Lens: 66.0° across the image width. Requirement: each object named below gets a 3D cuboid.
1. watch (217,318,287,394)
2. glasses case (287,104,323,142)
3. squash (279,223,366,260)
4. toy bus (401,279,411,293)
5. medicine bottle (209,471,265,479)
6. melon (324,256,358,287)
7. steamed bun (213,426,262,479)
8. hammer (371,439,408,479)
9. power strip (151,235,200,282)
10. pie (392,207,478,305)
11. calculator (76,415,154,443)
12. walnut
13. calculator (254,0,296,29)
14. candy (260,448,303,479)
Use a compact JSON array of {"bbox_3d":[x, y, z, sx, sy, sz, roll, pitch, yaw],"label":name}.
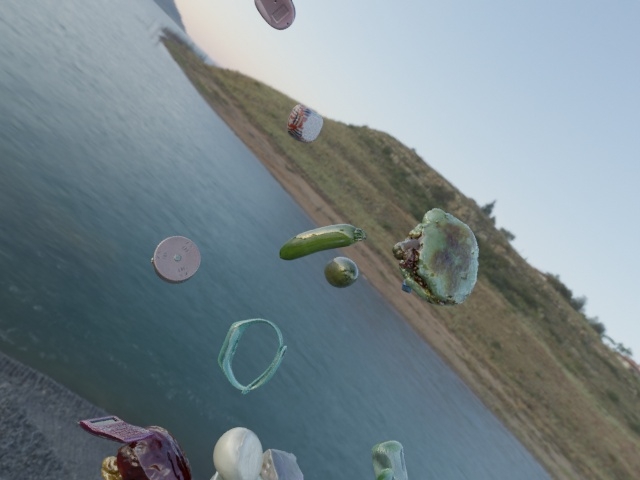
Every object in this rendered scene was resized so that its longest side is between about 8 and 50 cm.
[{"bbox_3d":[-0.219,0.362,1.564,0.195,0.237,0.068,21,-9,10],"label":"watch"},{"bbox_3d":[-0.039,-0.260,1.110,0.049,0.073,0.194,26,10,6],"label":"glasses case"},{"bbox_3d":[0.000,0.000,1.357,0.069,0.257,0.069,-15,90,-73],"label":"squash"},{"bbox_3d":[0.393,0.157,2.088,0.051,0.153,0.061,27,-45,17],"label":"toy bus"},{"bbox_3d":[-0.282,0.952,1.766,0.406,0.235,0.236,63,-5,-34],"label":"medicine bottle"},{"bbox_3d":[0.065,0.100,1.538,0.099,0.099,0.162,45,-9,-11],"label":"melon"},{"bbox_3d":[-0.280,0.722,1.643,0.228,0.130,0.177,70,24,-51],"label":"steamed bun"},{"bbox_3d":[0.201,0.820,1.661,0.335,0.118,0.207,1,77,-63],"label":"hammer"},{"bbox_3d":[-0.479,0.066,1.633,0.154,0.154,0.078,45,-25,-7],"label":"power strip"},{"bbox_3d":[0.344,0.053,1.384,0.257,0.274,0.105,50,-29,-5],"label":"pie"},{"bbox_3d":[-0.580,0.539,1.398,0.190,0.034,0.126,8,-10,25],"label":"calculator"},{"bbox_3d":[-0.525,0.725,1.521,0.269,0.221,0.244,49,38,-1],"label":"walnut"},{"bbox_3d":[-0.136,-0.690,1.431,0.166,0.103,0.024,55,18,0],"label":"calculator"},{"bbox_3d":[-0.188,1.002,2.123,0.195,0.137,0.185,34,17,-40],"label":"candy"}]
